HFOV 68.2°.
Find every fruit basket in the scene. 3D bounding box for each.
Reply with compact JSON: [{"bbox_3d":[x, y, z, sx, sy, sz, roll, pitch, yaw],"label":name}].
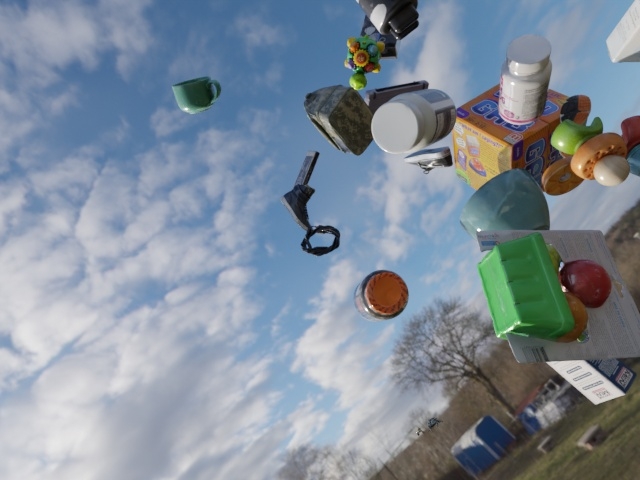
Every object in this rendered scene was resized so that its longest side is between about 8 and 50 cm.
[{"bbox_3d":[0.554,0.120,1.096,0.352,0.327,0.165,2,-30,-17],"label":"fruit basket"}]

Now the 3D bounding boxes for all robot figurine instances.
[{"bbox_3d":[0.241,-0.864,1.699,0.173,0.278,0.209,-29,-11,-30],"label":"robot figurine"}]

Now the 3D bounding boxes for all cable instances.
[{"bbox_3d":[0.000,0.000,1.992,0.151,0.184,0.047,-54,-40,-25],"label":"cable"}]

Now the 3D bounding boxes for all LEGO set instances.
[{"bbox_3d":[0.293,0.500,1.286,0.083,0.023,0.054,-35,-1,6],"label":"LEGO set"}]

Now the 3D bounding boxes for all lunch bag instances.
[{"bbox_3d":[0.086,-0.552,2.169,0.213,0.256,0.305,-54,-47,-5],"label":"lunch bag"}]

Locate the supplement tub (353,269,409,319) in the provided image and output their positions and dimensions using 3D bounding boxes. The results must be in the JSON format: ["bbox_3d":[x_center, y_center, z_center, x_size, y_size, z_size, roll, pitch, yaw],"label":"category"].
[{"bbox_3d":[0.255,0.237,2.012,0.207,0.207,0.338,-43,-6,-9],"label":"supplement tub"}]

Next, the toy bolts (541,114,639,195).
[{"bbox_3d":[0.606,-0.143,0.985,0.228,0.159,0.218,-10,-39,-7],"label":"toy bolts"}]

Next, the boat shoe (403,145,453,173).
[{"bbox_3d":[0.521,-0.383,2.285,0.113,0.306,0.105,-32,-72,-27],"label":"boat shoe"}]

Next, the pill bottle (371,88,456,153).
[{"bbox_3d":[0.335,-0.424,1.680,0.361,0.204,0.204,-30,-29,-52],"label":"pill bottle"}]

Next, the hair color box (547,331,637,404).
[{"bbox_3d":[0.940,0.426,1.746,0.105,0.347,0.174,-39,-18,-25],"label":"hair color box"}]

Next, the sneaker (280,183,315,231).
[{"bbox_3d":[-0.069,-0.165,2.269,0.163,0.226,0.086,-37,-5,11],"label":"sneaker"}]

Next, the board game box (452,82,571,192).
[{"bbox_3d":[0.816,-0.413,2.005,0.356,0.356,0.356,-31,-45,-9],"label":"board game box"}]

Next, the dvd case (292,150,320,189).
[{"bbox_3d":[-0.078,-0.348,2.448,0.029,0.179,0.239,21,-85,-18],"label":"dvd case"}]

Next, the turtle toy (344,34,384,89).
[{"bbox_3d":[0.104,-0.443,1.178,0.066,0.095,0.130,-64,-15,-56],"label":"turtle toy"}]

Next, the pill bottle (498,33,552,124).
[{"bbox_3d":[0.703,-0.549,1.630,0.160,0.160,0.283,-44,-31,-8],"label":"pill bottle"}]

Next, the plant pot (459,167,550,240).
[{"bbox_3d":[0.650,-0.069,1.598,0.290,0.195,0.290,-18,-38,-15],"label":"plant pot"}]

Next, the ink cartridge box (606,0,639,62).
[{"bbox_3d":[0.978,-0.615,1.185,0.307,0.091,0.385,0,-22,-1],"label":"ink cartridge box"}]

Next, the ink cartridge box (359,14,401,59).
[{"bbox_3d":[0.258,-0.880,1.943,0.065,0.165,0.333,60,-141,-55],"label":"ink cartridge box"}]

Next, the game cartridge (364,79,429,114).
[{"bbox_3d":[0.379,-0.686,2.433,0.354,0.068,0.230,-16,-39,-20],"label":"game cartridge"}]

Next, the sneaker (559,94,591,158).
[{"bbox_3d":[0.925,-0.402,1.735,0.121,0.099,0.263,33,-109,-60],"label":"sneaker"}]

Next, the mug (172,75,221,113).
[{"bbox_3d":[-0.405,-0.474,1.555,0.129,0.157,0.098,-26,-61,-24],"label":"mug"}]

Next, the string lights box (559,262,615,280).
[{"bbox_3d":[1.082,0.122,1.965,0.076,0.134,0.260,-19,-7,-8],"label":"string lights box"}]
